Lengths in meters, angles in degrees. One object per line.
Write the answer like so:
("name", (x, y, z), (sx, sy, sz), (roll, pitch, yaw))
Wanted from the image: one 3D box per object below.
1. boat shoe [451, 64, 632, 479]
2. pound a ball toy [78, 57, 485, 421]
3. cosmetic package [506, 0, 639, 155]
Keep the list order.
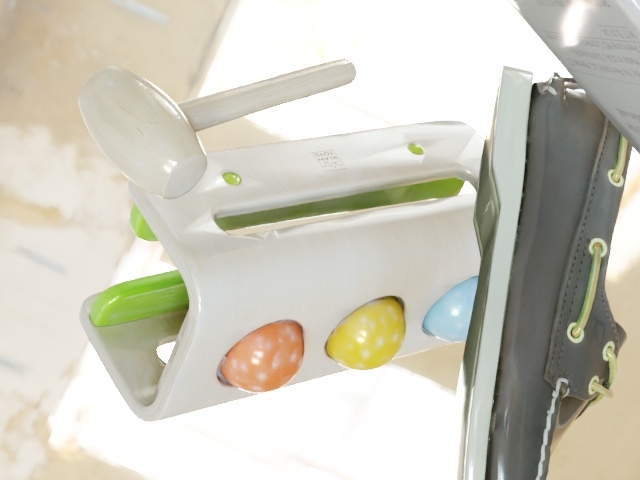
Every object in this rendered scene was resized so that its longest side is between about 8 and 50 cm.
("boat shoe", (0.097, 0.033, 0.629), (0.081, 0.068, 0.228), (95, 3, -72))
("pound a ball toy", (0.000, 0.000, 0.884), (0.319, 0.136, 0.208), (-11, 142, -37))
("cosmetic package", (0.266, -0.028, 0.521), (0.217, 0.385, 0.156), (-45, -169, 2))
